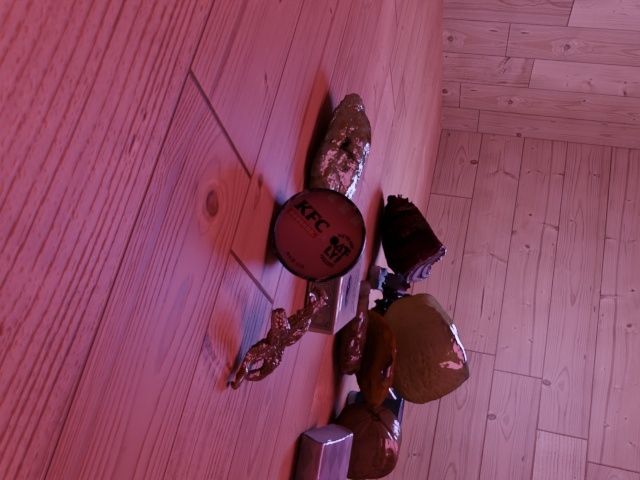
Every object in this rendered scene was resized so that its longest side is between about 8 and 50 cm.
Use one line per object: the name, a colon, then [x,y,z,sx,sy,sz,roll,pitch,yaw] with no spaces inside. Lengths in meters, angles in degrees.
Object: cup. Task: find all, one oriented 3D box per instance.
cup: [0.169,0.541,2.024,0.167,0.173,0.299,-59,153,-56]

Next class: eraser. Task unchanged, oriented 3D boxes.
eraser: [-0.013,0.644,1.494,0.213,0.082,0.396,16,82,-62]

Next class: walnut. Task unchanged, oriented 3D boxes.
walnut: [0.126,0.570,1.812,0.228,0.228,0.228,9,90,-76]

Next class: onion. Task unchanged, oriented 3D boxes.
onion: [0.261,0.007,2.107,0.146,0.280,0.314,-30,159,-13]

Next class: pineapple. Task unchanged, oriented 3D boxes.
pineapple: [0.231,0.217,2.077,0.158,0.158,0.278,-61,160,-55]

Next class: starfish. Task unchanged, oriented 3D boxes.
starfish: [-0.062,0.158,0.996,0.210,0.053,0.150,-40,148,-35]

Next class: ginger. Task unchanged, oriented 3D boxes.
ginger: [0.086,0.234,1.709,0.166,0.080,0.333,-97,-171,-67]

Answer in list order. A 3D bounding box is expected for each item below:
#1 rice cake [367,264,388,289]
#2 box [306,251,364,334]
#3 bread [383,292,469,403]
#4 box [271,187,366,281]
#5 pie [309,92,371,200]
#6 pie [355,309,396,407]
rice cake: [0.193,0.126,2.141,0.226,0.040,0.085,21,78,-76]
box: [0.034,0.105,1.424,0.256,0.069,0.164,-9,107,-76]
bread: [0.298,0.320,1.904,0.320,0.237,0.320,-18,90,-81]
box: [0.000,0.000,1.076,0.135,0.151,0.151,75,26,-80]
pie: [0.047,-0.163,1.267,0.201,0.090,0.248,78,28,-63]
pie: [0.142,0.328,1.794,0.273,0.069,0.273,-176,-90,-72]
